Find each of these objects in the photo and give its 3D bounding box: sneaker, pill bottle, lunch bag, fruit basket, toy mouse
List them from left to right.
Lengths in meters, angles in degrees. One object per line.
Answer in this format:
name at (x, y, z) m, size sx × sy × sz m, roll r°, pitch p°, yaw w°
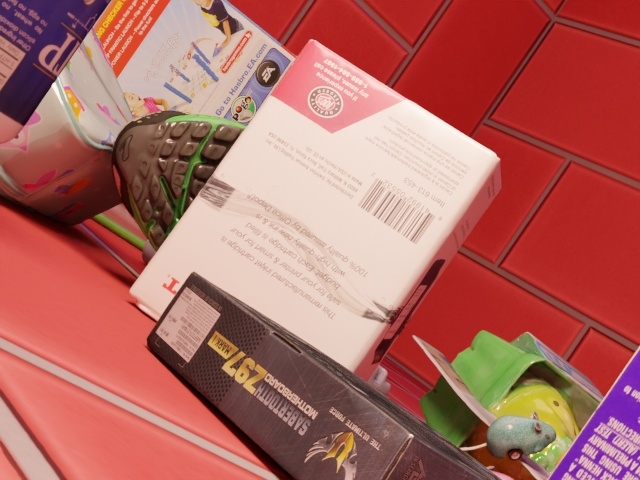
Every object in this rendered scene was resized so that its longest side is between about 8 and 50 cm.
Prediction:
pill bottle at (-0.215, -0.124, 0.741) m, size 0.112 × 0.187 × 0.112 m, roll 35°, pitch -1°, yaw 1°
lunch bag at (-0.245, -0.135, 1.037) m, size 0.224 × 0.107 × 0.279 m, roll 63°, pitch 1°, yaw 7°
sneaker at (-0.098, -0.044, 1.066) m, size 0.146 × 0.134 × 0.343 m, roll 33°, pitch 2°, yaw 20°
toy mouse at (0.165, 0.189, 1.027) m, size 0.143 × 0.161 × 0.031 m, roll 16°, pitch -49°, yaw 34°
fruit basket at (0.272, 0.241, 1.179) m, size 0.327 × 0.165 × 0.353 m, roll 36°, pitch 2°, yaw -37°

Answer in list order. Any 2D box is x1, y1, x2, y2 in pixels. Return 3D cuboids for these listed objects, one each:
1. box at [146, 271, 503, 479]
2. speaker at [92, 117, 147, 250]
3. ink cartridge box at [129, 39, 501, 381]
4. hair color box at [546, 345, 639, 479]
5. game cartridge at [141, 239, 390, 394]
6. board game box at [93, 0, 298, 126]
box at (0.024, 0.117, 0.698) m, size 0.183 × 0.059 × 0.232 m, roll 35°, pitch -2°, yaw -39°
speaker at (-0.197, -0.056, 1.405) m, size 0.296 × 0.131 × 0.131 m, roll 36°, pitch -2°, yaw -29°
ink cartridge box at (0.000, 0.000, 0.902) m, size 0.172 × 0.237 × 0.100 m, roll 34°, pitch -4°, yaw 14°
hair color box at (0.217, 0.074, 0.447) m, size 0.185 × 0.339 × 0.110 m, roll 35°, pitch 0°, yaw -29°
game cartridge at (-0.060, 0.081, 1.305) m, size 0.196 × 0.060 × 0.294 m, roll 38°, pitch 1°, yaw 39°
board game box at (-0.229, -0.187, 1.483) m, size 0.302 × 0.308 × 0.086 m, roll 36°, pitch -4°, yaw -28°
